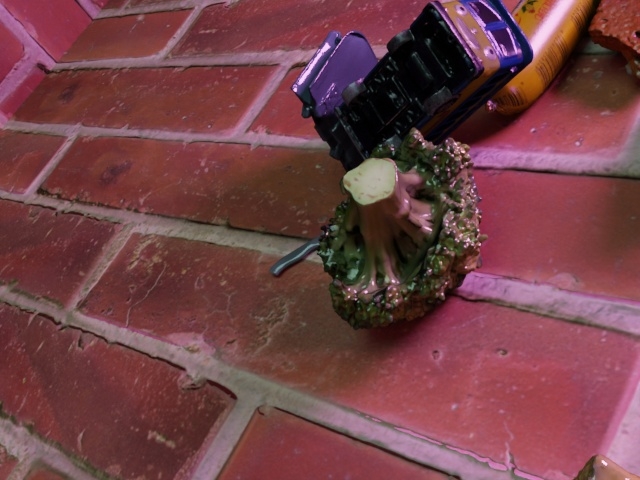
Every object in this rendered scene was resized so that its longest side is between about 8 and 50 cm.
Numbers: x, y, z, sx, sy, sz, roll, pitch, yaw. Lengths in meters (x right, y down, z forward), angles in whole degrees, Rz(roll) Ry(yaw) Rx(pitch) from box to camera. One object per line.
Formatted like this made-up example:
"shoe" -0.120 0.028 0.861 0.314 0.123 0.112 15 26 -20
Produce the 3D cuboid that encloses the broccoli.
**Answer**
"broccoli" 0.121 -0.020 1.114 0.236 0.260 0.287 1 66 -13

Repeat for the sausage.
"sausage" 0.366 -0.343 1.297 0.123 0.123 0.347 21 67 45

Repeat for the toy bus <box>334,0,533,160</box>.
"toy bus" 0.170 -0.246 1.215 0.175 0.138 0.288 -24 -11 -38

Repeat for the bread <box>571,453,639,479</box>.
"bread" 0.267 0.357 0.714 0.199 0.236 0.263 28 71 12

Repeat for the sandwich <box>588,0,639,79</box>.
"sandwich" 0.530 -0.351 1.194 0.212 0.109 0.292 -35 41 4

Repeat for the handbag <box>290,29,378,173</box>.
"handbag" 0.050 -0.237 1.356 0.062 0.229 0.179 12 61 39

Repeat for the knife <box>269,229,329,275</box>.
"knife" 0.000 0.000 1.341 0.210 0.015 0.028 -33 34 6
